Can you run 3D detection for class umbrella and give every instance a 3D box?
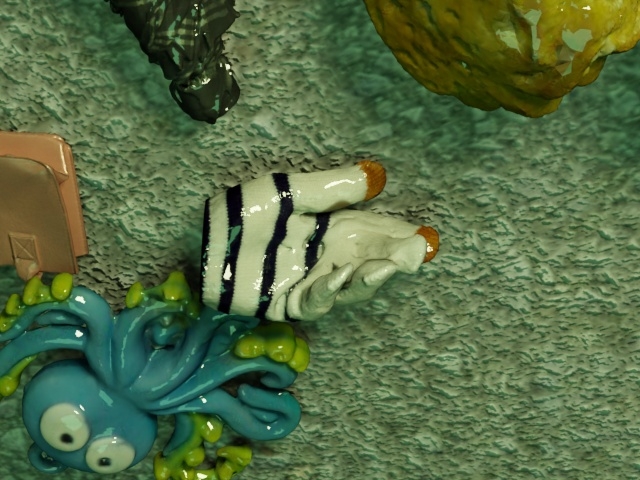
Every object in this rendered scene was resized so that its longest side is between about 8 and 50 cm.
[{"bbox_3d":[-0.136,-0.245,1.434,0.154,0.128,0.336,-7,133,38],"label":"umbrella"}]

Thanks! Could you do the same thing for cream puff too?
[{"bbox_3d":[0.138,-0.215,1.330,0.244,0.196,0.244,9,129,11],"label":"cream puff"}]

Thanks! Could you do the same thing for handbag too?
[{"bbox_3d":[-0.345,-0.035,1.685,0.212,0.059,0.157,4,128,10],"label":"handbag"}]

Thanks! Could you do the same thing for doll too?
[{"bbox_3d":[-0.185,0.159,1.750,0.346,0.098,0.341,33,127,-26],"label":"doll"}]

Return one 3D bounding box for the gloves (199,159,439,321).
[{"bbox_3d":[-0.002,0.011,1.594,0.219,0.140,0.131,3,149,-5],"label":"gloves"}]
